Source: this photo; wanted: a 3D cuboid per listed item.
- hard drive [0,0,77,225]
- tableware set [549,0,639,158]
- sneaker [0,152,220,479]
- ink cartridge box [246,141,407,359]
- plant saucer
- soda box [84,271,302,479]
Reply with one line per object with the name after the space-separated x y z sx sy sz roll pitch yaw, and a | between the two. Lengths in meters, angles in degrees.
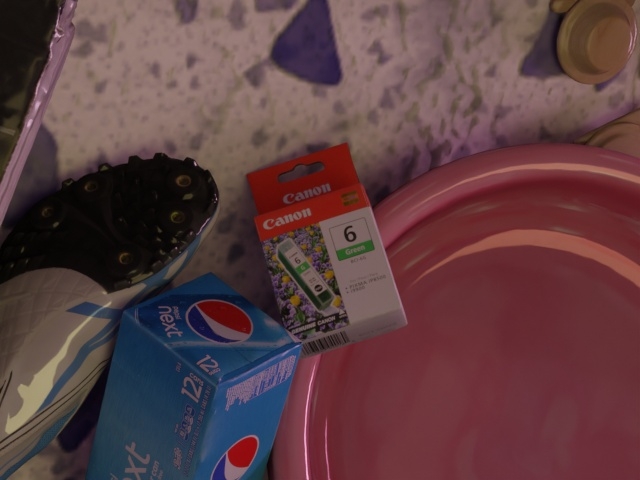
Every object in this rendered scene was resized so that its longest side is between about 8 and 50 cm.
-0.195 0.045 0.865 0.064 0.237 0.339 23 86 -8 | hard drive
0.203 -0.092 1.175 0.141 0.020 0.168 -16 116 -22 | tableware set
-0.142 0.049 1.036 0.237 0.085 0.086 -46 153 -7 | sneaker
0.000 0.000 1.051 0.063 0.115 0.029 -18 156 3 | ink cartridge box
0.126 0.112 1.124 0.332 0.084 0.332 1 85 -15 | plant saucer
-0.078 0.125 1.054 0.067 0.071 0.210 -24 141 -44 | soda box
